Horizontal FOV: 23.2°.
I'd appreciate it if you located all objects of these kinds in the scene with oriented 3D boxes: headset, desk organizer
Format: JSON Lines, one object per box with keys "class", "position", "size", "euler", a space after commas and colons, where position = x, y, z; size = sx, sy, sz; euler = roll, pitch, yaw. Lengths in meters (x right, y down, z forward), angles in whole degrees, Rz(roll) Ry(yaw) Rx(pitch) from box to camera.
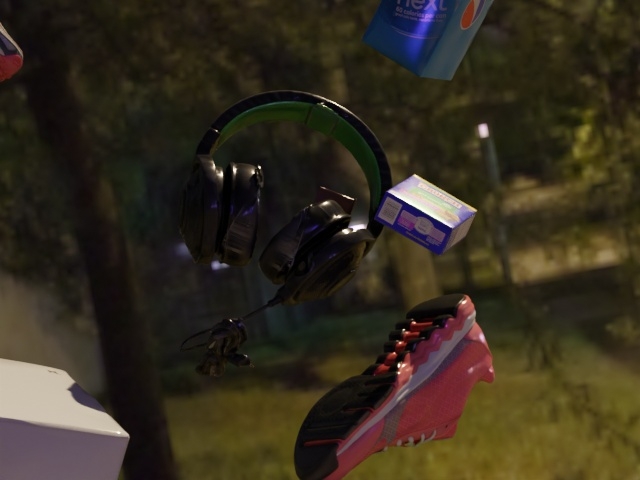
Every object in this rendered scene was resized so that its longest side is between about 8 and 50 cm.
{"class": "headset", "position": [-0.056, -0.016, 1.834], "size": [0.243, 0.394, 0.185], "euler": [24, -27, -1]}
{"class": "desk organizer", "position": [0.000, 0.000, 2.002], "size": [0.050, 0.130, 0.047], "euler": [20, -3, 0]}

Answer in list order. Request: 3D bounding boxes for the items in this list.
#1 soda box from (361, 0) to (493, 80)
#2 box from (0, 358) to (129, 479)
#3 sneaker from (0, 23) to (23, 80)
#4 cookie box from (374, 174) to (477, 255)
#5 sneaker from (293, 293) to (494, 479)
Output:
{"class": "soda box", "position": [0.120, -0.242, 1.304], "size": [0.067, 0.210, 0.071], "euler": [33, 17, 22]}
{"class": "box", "position": [-0.357, 0.318, 1.656], "size": [0.168, 0.345, 0.215], "euler": [13, 8, -31]}
{"class": "sneaker", "position": [-0.468, -0.341, 2.096], "size": [0.112, 0.299, 0.121], "euler": [-24, -28, -16]}
{"class": "cookie box", "position": [0.124, -0.031, 1.820], "size": [0.091, 0.040, 0.107], "euler": [30, 21, 12]}
{"class": "sneaker", "position": [0.103, 0.198, 1.817], "size": [0.314, 0.136, 0.116], "euler": [-42, 19, -30]}
